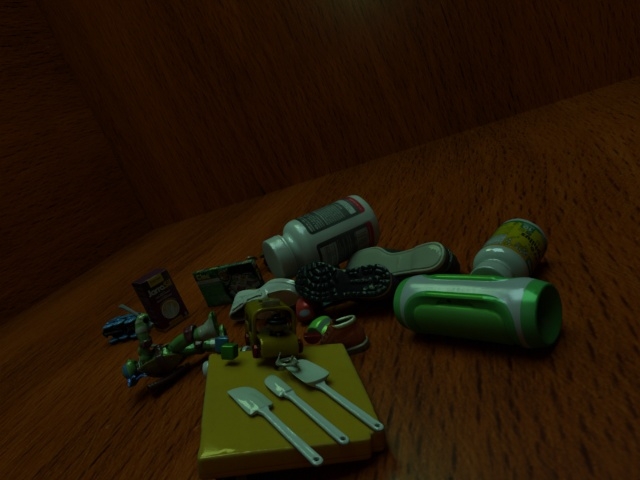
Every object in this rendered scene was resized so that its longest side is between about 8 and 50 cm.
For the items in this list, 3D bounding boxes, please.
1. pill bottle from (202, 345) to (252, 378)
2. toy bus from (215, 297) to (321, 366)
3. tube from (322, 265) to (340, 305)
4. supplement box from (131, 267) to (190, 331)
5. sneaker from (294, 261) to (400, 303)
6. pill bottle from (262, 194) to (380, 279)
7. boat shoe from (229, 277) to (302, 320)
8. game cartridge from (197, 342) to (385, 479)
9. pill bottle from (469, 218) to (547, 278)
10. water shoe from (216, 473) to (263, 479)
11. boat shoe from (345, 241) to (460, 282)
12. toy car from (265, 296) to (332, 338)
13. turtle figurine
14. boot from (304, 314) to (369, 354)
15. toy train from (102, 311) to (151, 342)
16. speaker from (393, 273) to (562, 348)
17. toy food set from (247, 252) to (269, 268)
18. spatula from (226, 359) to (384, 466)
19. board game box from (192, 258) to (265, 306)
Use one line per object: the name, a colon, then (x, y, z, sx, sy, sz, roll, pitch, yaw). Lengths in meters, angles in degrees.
pill bottle: (-0.216, 0.294, 1.140, 0.117, 0.065, 0.065, -18, 17, 11)
toy bus: (-0.099, 0.172, 0.985, 0.202, 0.104, 0.191, -1, 4, 27)
tube: (0.033, 0.125, 1.401, 0.080, 0.052, 0.207, -32, 18, 14)
supplement box: (-0.536, 0.199, 1.624, 0.081, 0.188, 0.104, -2, 26, 48)
sneaker: (0.069, 0.125, 1.239, 0.284, 0.124, 0.107, 1, 69, 33)
pill bottle: (0.000, 0.000, 1.417, 0.319, 0.176, 0.176, -24, 16, -22)
boat shoe: (-0.156, 0.184, 1.375, 0.277, 0.098, 0.096, -22, 31, 39)
game cartridge: (-0.063, 0.284, 0.860, 0.286, 0.052, 0.323, -3, 16, -9)
pill bottle: (0.407, 0.045, 1.054, 0.118, 0.117, 0.208, -5, 23, 44)
water shoe: (-0.145, 0.367, 0.812, 0.080, 0.072, 0.203, -27, 15, 0)
boat shoe: (0.211, 0.076, 1.288, 0.335, 0.096, 0.112, -9, 56, 47)
toy car: (-0.033, 0.207, 1.193, 0.225, 0.053, 0.239, 0, 30, 49)
turtle figurine: (-0.396, 0.247, 1.285, 0.267, 0.197, 0.274, -17, 22, -2)
boot: (0.020, 0.215, 1.065, 0.158, 0.084, 0.059, -20, 18, 10)
toy train: (-0.672, 0.297, 1.687, 0.184, 0.080, 0.105, -16, 12, 21)
speaker: (0.287, 0.129, 0.922, 0.297, 0.131, 0.131, -2, 25, 48)
toy food set: (-0.153, 0.064, 1.806, 0.218, 0.071, 0.128, -20, -7, -2)
spatula: (-0.023, 0.267, 0.786, 0.168, 0.019, 0.242, -10, 18, -36)
board game box: (-0.298, 0.144, 1.596, 0.260, 0.136, 0.030, -11, 21, 30)
